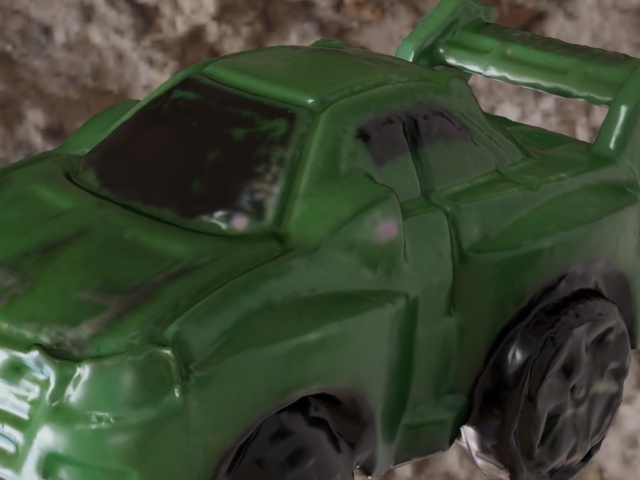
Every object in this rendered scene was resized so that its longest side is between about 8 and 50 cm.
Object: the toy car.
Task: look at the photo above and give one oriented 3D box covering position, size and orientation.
[{"bbox_3d":[0.000,0.000,0.651,0.359,0.213,0.176,-11,-65,-44],"label":"toy car"}]
